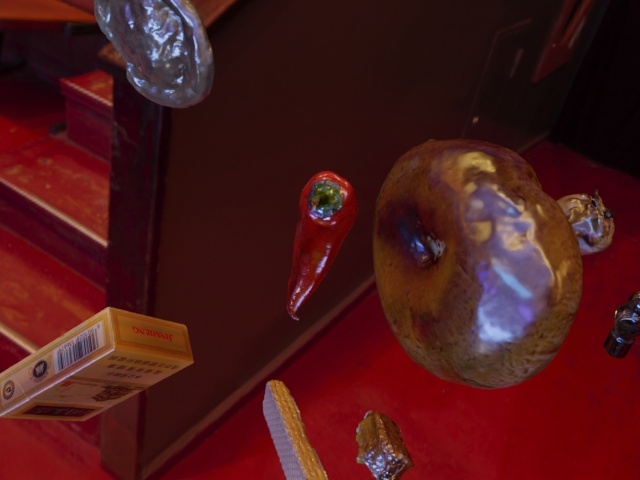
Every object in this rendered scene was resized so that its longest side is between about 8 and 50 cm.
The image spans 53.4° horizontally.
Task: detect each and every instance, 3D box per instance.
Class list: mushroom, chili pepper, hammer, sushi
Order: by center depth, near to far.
[{"bbox_3d":[0.305,0.092,0.470,0.178,0.065,0.021,23,44,13],"label":"hammer"},{"bbox_3d":[0.176,0.035,0.690,0.254,0.267,0.267,27,31,-16],"label":"mushroom"},{"bbox_3d":[0.001,-0.003,0.986,0.091,0.368,0.137,14,60,3],"label":"chili pepper"},{"bbox_3d":[0.186,0.661,1.990,0.166,0.179,0.296,28,21,-40],"label":"sushi"}]

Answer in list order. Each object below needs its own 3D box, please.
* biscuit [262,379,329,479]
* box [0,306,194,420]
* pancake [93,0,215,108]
[{"bbox_3d":[-0.060,0.462,1.427,0.054,0.094,0.379,4,26,-22],"label":"biscuit"},{"bbox_3d":[-0.369,0.212,1.044,0.174,0.274,0.076,29,37,-54],"label":"box"},{"bbox_3d":[-0.263,-0.315,0.994,0.222,0.236,0.042,14,40,28],"label":"pancake"}]
